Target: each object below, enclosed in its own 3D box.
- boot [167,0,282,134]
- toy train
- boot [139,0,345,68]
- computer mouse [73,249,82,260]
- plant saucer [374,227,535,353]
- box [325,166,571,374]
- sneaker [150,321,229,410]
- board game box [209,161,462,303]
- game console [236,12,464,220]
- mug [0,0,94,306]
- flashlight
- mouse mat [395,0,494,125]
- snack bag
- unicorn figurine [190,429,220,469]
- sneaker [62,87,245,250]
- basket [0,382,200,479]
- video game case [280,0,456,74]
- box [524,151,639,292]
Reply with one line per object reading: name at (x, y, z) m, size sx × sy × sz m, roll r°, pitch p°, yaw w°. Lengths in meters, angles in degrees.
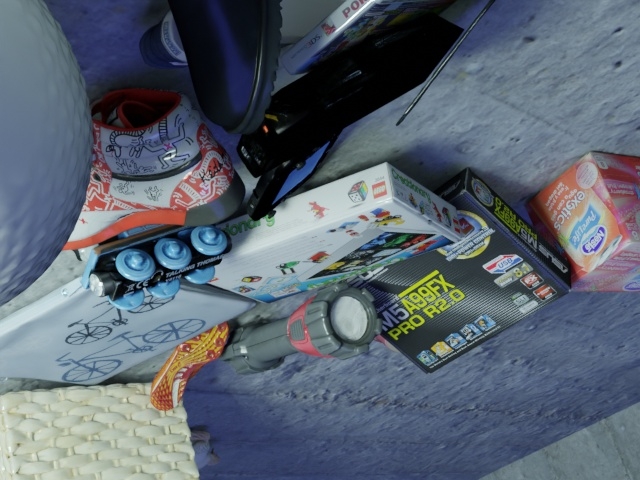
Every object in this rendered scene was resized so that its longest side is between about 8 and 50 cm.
boot at (-0.133, -0.197, 0.780) m, size 0.207 × 0.094 × 0.246 m, roll -5°, pitch 118°, yaw -26°
toy train at (-0.188, 0.008, 1.168) m, size 0.184 × 0.105 × 0.080 m, roll -20°, pitch 150°, yaw -38°
boot at (-0.069, -0.200, 0.943) m, size 0.190 × 0.069 × 0.086 m, roll -17°, pitch -172°, yaw -29°
computer mouse at (-0.269, 0.031, 1.277) m, size 0.071 × 0.041 × 0.242 m, roll -13°, pitch 154°, yaw -11°
plant saucer at (0.211, 0.090, 1.649) m, size 0.332 × 0.084 × 0.332 m, roll -15°, pitch 154°, yaw -7°
box at (0.175, 0.051, 1.448) m, size 0.216 × 0.060 × 0.270 m, roll 41°, pitch 125°, yaw -19°
sneaker at (-0.203, 0.176, 1.572) m, size 0.064 × 0.067 × 0.175 m, roll 38°, pitch 102°, yaw -19°
board game box at (0.000, 0.000, 1.316) m, size 0.305 × 0.053 × 0.193 m, roll -19°, pitch 156°, yaw 26°
game console at (0.003, -0.110, 1.074) m, size 0.213 × 0.044 × 0.361 m, roll -31°, pitch 174°, yaw -20°
mug at (-0.319, -0.107, 0.657) m, size 0.276 × 0.374 × 0.328 m, roll -46°, pitch -172°, yaw -11°
flashlight at (-0.031, 0.136, 1.500) m, size 0.103 × 0.103 × 0.304 m, roll 42°, pitch 150°, yaw -13°
mouse mat at (0.133, -0.187, 0.975) m, size 0.153 × 0.007 × 0.190 m, roll -52°, pitch -178°, yaw 29°
snack bag at (-0.304, 0.119, 1.398) m, size 0.323 × 0.037 × 0.342 m, roll -26°, pitch 159°, yaw 23°
unicorn figurine at (-0.244, 0.414, 2.020) m, size 0.111 × 0.060 × 0.162 m, roll -8°, pitch 153°, yaw -19°
sneaker at (-0.220, -0.077, 1.061) m, size 0.270 × 0.090 × 0.145 m, roll -7°, pitch 130°, yaw 26°
basket at (-0.378, 0.401, 1.584) m, size 0.331 × 0.328 × 0.266 m, roll 3°, pitch 151°, yaw -39°
video game case at (0.078, -0.217, 0.938) m, size 0.183 × 0.023 × 0.201 m, roll -35°, pitch 175°, yaw 31°
box at (0.468, -0.018, 1.519) m, size 0.300 × 0.154 × 0.142 m, roll 2°, pitch 148°, yaw -37°
